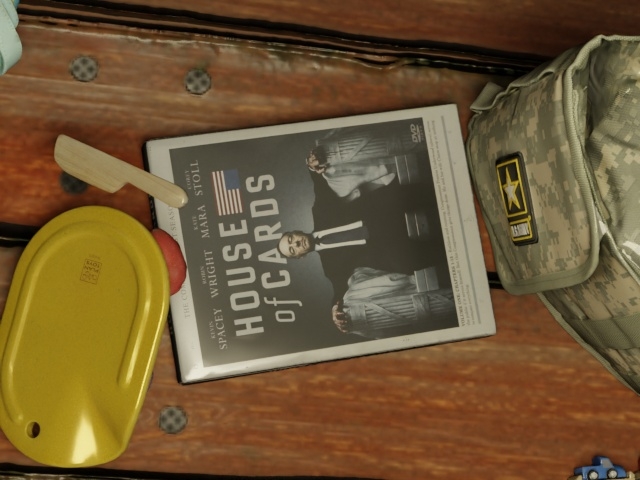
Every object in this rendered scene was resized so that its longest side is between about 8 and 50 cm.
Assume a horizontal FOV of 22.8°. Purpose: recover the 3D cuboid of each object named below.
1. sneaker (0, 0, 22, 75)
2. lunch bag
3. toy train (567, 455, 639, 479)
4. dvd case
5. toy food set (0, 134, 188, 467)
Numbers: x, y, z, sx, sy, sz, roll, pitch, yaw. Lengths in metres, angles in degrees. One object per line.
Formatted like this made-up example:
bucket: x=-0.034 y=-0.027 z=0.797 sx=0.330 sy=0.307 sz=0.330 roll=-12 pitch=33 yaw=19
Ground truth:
sneaker: x=-0.266 y=-0.071 z=1.074 sx=0.208 sy=0.127 sz=0.319 roll=-29 pitch=108 yaw=-31
lunch bag: x=0.227 y=-0.009 z=1.112 sx=0.287 sy=0.235 sz=0.169 roll=44 pitch=79 yaw=-4
toy train: x=0.259 y=0.176 z=1.203 sx=0.158 sy=0.027 sz=0.036 roll=-4 pitch=80 yaw=-13
dvd case: x=0.000 y=0.000 z=1.168 sx=0.239 sy=0.029 sz=0.179 roll=-8 pitch=84 yaw=-14
toy food set: x=-0.146 y=0.049 z=1.099 sx=0.128 sy=0.071 sz=0.217 roll=16 pitch=89 yaw=27
